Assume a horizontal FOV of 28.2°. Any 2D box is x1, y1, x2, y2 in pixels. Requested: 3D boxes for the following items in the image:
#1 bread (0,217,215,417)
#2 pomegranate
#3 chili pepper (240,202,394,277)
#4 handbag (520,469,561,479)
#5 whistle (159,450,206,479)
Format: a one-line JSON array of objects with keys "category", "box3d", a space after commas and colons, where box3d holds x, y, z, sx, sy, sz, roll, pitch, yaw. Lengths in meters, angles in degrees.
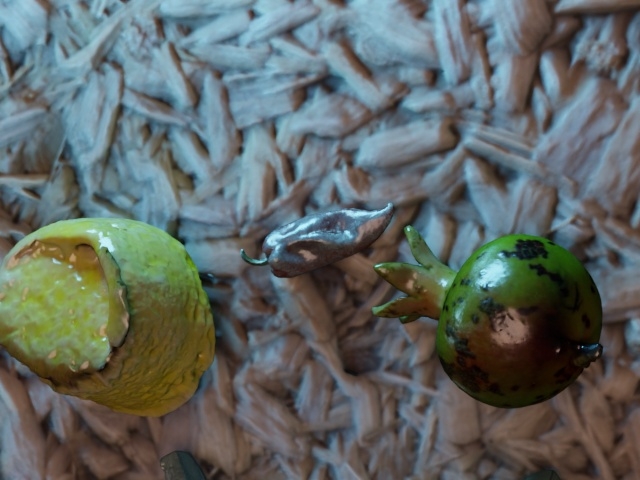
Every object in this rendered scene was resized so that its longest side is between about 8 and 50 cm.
[{"category": "bread", "box3d": [-0.204, 0.073, 1.213, 0.197, 0.170, 0.197, -2, 85, 24]}, {"category": "pomegranate", "box3d": [0.146, 0.062, 1.136, 0.220, 0.156, 0.156, 21, 98, 15]}, {"category": "chili pepper", "box3d": [0.000, 0.000, 1.223, 0.153, 0.041, 0.050, -21, 108, -2]}, {"category": "handbag", "box3d": [0.116, 0.299, 1.118, 0.256, 0.219, 0.079, -32, 83, 15]}, {"category": "whistle", "box3d": [-0.103, 0.310, 1.233, 0.123, 0.123, 0.223, -36, 71, 13]}]
